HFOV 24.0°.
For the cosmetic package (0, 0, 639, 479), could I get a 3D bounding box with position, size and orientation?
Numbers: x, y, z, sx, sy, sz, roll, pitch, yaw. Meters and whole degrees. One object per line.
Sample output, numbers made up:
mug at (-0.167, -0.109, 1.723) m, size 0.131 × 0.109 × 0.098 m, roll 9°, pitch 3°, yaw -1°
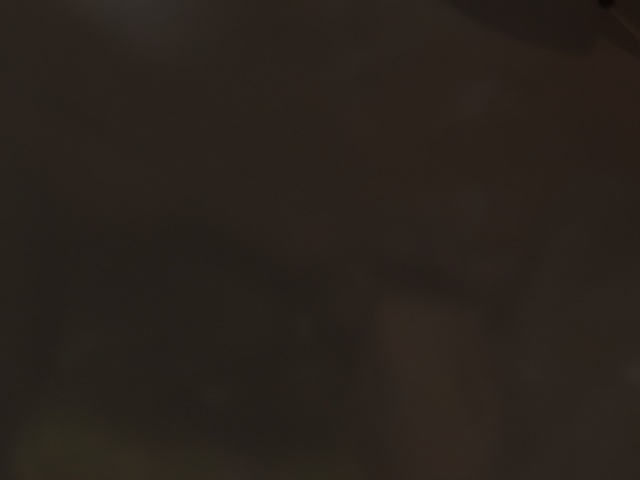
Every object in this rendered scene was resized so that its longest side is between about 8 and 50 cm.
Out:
cosmetic package at (0.000, 0.000, 0.406) m, size 0.230 × 0.161 × 0.453 m, roll -21°, pitch -86°, yaw 0°
